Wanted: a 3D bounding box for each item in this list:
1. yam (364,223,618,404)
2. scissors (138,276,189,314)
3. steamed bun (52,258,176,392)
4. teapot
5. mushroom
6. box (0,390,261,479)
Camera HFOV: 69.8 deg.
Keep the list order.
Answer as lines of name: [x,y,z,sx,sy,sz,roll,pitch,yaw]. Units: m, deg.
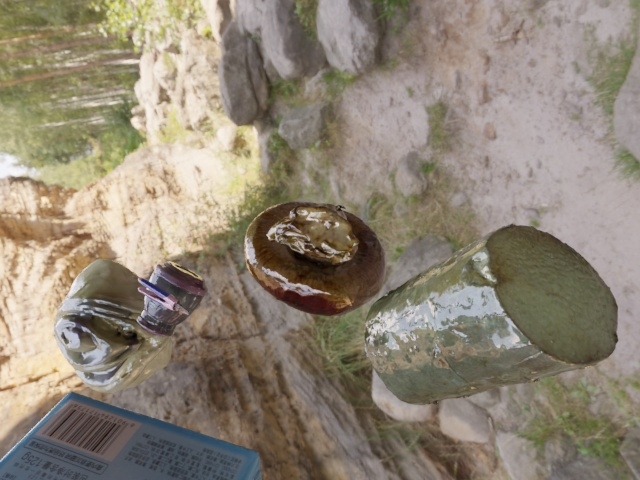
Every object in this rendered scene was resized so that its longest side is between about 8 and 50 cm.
yam: [0.173,0.096,0.540,0.268,0.161,0.161,-41,61,50]
scissors: [-0.288,0.107,0.842,0.012,0.113,0.039,-53,-11,-47]
steamed bun: [-0.588,0.250,1.289,0.247,0.339,0.352,-24,-41,-85]
teapot: [-0.323,0.120,0.952,0.148,0.146,0.116,26,175,35]
mushroom: [-0.019,0.001,1.058,0.334,0.331,0.356,-61,-30,-45]
box: [-0.188,0.250,0.434,0.142,0.232,0.083,-58,-24,-57]
